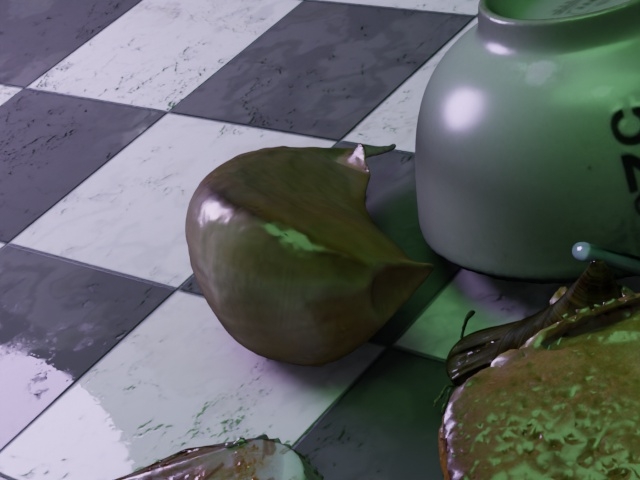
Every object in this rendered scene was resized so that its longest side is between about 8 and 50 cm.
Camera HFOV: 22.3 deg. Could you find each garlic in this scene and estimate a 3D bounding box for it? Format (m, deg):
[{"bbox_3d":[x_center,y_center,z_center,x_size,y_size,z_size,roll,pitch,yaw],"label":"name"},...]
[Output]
[{"bbox_3d":[-0.015,-0.002,1.405,0.196,0.151,0.338,-6,20,-1],"label":"garlic"}]

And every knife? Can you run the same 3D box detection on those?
[{"bbox_3d":[0.236,0.023,1.138,0.028,0.210,0.015,0,81,39],"label":"knife"}]

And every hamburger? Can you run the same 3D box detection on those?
[{"bbox_3d":[0.207,0.158,0.952,0.245,0.211,0.260,11,47,33],"label":"hamburger"}]

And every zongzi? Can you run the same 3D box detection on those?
[{"bbox_3d":[0.146,0.063,1.148,0.187,0.184,0.084,16,50,43],"label":"zongzi"}]

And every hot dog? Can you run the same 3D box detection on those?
[{"bbox_3d":[-0.111,0.213,1.175,0.253,0.069,0.131,-17,41,9],"label":"hot dog"}]

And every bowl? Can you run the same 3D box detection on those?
[{"bbox_3d":[0.234,-0.129,1.350,0.354,0.185,0.354,-13,25,6],"label":"bowl"}]

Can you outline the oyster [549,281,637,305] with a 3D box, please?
[{"bbox_3d":[0.306,0.077,1.153,0.345,0.078,0.129,9,10,42],"label":"oyster"}]
